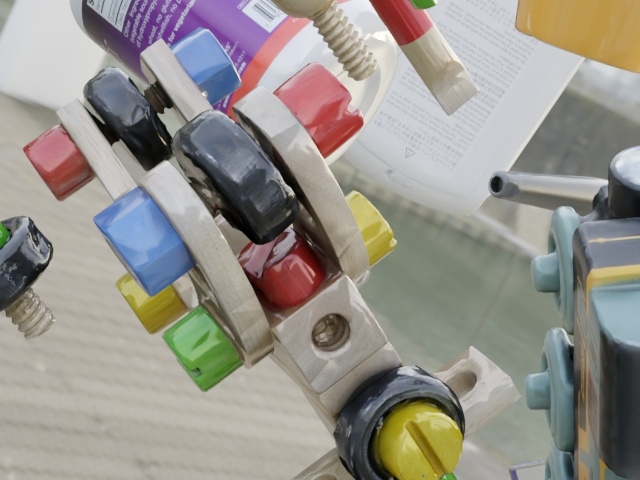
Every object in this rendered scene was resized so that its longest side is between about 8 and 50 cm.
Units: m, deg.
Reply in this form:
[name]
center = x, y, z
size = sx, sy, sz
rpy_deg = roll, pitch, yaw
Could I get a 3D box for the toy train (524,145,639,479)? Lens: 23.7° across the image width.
[toy train]
center = 0.196, 0.116, 0.882
size = 0.142, 0.334, 0.190
rpy_deg = -3, 31, 2

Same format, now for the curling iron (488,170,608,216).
[curling iron]
center = 0.206, -0.041, 1.076
size = 0.274, 0.068, 0.035
rpy_deg = -5, 4, -43

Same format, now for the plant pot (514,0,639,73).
[plant pot]
center = 0.263, -0.255, 1.347
size = 0.205, 0.188, 0.205
rpy_deg = 18, 13, -4

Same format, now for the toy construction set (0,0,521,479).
[toy construction set]
center = 0.000, 0.000, 0.750
size = 0.257, 0.309, 0.237
rpy_deg = -8, -55, 52

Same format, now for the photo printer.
[photo printer]
center = 0.155, -0.197, 1.851
size = 0.256, 0.307, 0.107
rpy_deg = 30, 14, -9

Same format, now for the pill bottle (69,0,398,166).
[pill bottle]
center = -0.098, -0.207, 1.366
size = 0.323, 0.181, 0.181
rpy_deg = 40, 16, 23

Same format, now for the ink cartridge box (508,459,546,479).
[ink cartridge box]
center = 0.354, 0.238, 1.537
size = 0.307, 0.072, 0.303
rpy_deg = -7, -32, 10
